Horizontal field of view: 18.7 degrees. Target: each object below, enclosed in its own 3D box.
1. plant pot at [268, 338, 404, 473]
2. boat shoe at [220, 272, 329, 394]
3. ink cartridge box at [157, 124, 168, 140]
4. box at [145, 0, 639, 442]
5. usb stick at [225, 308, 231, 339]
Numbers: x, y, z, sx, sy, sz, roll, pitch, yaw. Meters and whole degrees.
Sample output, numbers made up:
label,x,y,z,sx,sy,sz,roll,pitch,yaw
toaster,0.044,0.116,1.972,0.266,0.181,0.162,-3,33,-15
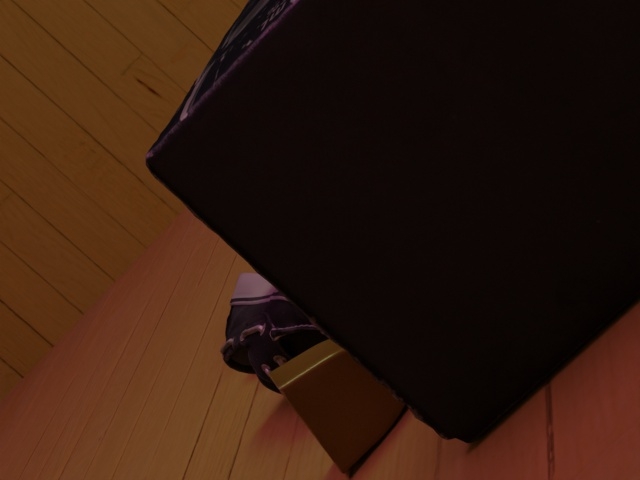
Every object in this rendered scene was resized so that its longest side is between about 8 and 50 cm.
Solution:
label,x,y,z,sx,sy,sz,roll,pitch,yaw
plant pot,0.020,0.112,1.464,0.083,0.081,0.081,-38,8,-3
boat shoe,-0.016,0.085,1.686,0.301,0.108,0.102,-2,68,66
ink cartridge box,0.003,-0.223,2.201,0.395,0.151,0.270,-47,7,6
box,0.177,-0.192,1.349,0.480,0.297,0.472,-45,11,21
usb stick,-0.010,0.027,2.093,0.278,0.045,0.077,-41,18,38
